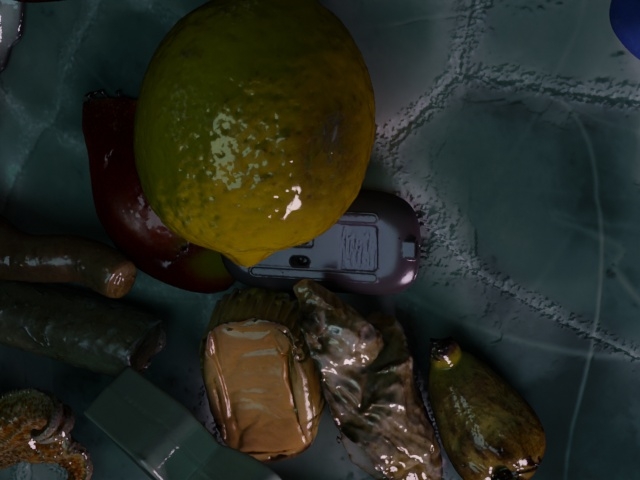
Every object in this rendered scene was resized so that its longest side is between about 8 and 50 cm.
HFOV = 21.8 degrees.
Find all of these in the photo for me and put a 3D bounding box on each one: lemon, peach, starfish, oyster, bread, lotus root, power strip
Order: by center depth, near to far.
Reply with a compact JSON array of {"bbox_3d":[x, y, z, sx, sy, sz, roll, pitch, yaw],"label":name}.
[{"bbox_3d":[-0.069,-0.125,1.709,0.253,0.253,0.310,13,99,19],"label":"lemon"},{"bbox_3d":[0.172,0.186,1.823,0.108,0.094,0.190,-29,89,7],"label":"lotus root"},{"bbox_3d":[0.063,0.183,1.837,0.110,0.166,0.341,-21,103,-4],"label":"oyster"},{"bbox_3d":[-0.144,0.287,1.879,0.261,0.141,0.229,27,160,53],"label":"power strip"},{"bbox_3d":[-0.191,-0.054,1.898,0.279,0.068,0.189,47,120,0],"label":"peach"},{"bbox_3d":[-0.062,0.148,1.900,0.132,0.114,0.190,-3,119,15],"label":"bread"},{"bbox_3d":[-0.424,0.225,2.059,0.303,0.113,0.312,7,139,15],"label":"starfish"}]

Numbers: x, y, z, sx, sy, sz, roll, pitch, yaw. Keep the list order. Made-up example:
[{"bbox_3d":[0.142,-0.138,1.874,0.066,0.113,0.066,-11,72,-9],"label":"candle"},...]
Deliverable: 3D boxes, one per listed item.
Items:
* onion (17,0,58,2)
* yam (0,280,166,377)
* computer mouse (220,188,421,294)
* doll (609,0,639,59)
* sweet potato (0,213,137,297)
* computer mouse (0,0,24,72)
[{"bbox_3d":[-0.283,-0.379,1.707,0.276,0.276,0.276,9,114,21],"label":"onion"},{"bbox_3d":[-0.313,0.102,2.005,0.259,0.093,0.093,14,116,19],"label":"yam"},{"bbox_3d":[0.000,0.000,1.834,0.232,0.057,0.120,2,102,18],"label":"computer mouse"},{"bbox_3d":[0.388,-0.251,1.481,0.376,0.187,0.365,-23,93,49],"label":"doll"},{"bbox_3d":[-0.392,0.003,1.965,0.385,0.109,0.109,12,116,32],"label":"sweet potato"},{"bbox_3d":[-0.461,-0.230,1.922,0.199,0.115,0.389,21,117,19],"label":"computer mouse"}]
